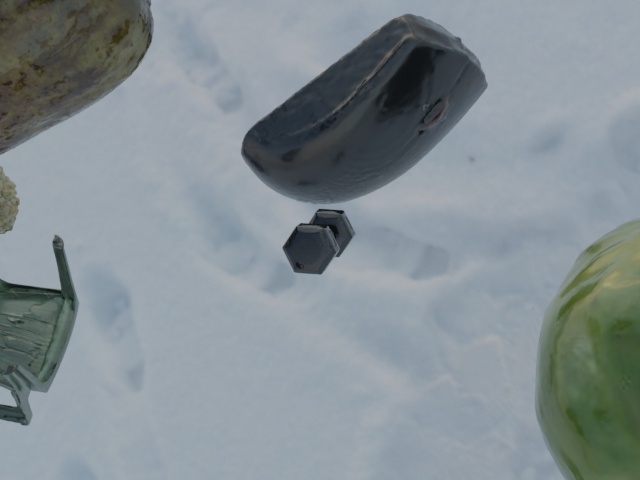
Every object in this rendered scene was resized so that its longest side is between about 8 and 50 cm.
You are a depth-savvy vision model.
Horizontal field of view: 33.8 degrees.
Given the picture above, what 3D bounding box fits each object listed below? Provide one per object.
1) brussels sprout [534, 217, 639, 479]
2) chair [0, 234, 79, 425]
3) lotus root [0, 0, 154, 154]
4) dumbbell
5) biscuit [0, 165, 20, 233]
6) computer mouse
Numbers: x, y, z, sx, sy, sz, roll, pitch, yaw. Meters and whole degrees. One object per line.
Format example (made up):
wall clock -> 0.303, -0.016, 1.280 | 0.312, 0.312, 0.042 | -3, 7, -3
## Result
brussels sprout -> 0.333, 0.122, 0.857 | 0.247, 0.328, 0.328 | -12, 56, 67
chair -> -0.429, 0.119, 1.413 | 0.190, 0.275, 0.203 | 11, 62, 5
lotus root -> -0.243, -0.131, 0.768 | 0.260, 0.145, 0.128 | -28, 87, 5
dumbbell -> 0.000, 0.000, 0.788 | 0.036, 0.083, 0.040 | 34, 107, 5
biscuit -> -0.444, -0.037, 1.261 | 0.168, 0.070, 0.082 | -14, 49, 10
computer mouse -> 0.049, -0.115, 1.107 | 0.269, 0.170, 0.100 | -36, 66, 24
